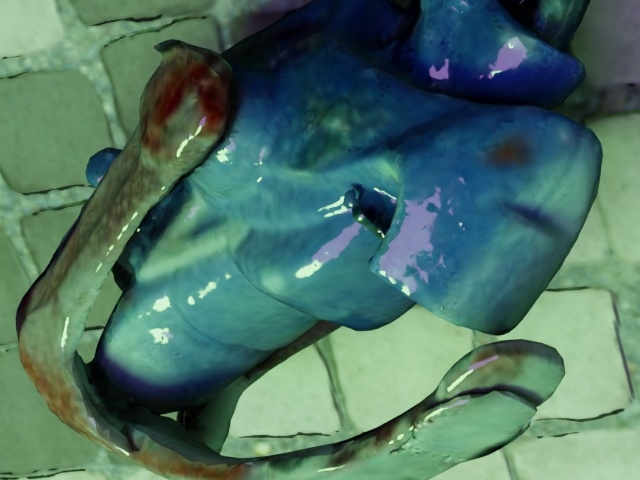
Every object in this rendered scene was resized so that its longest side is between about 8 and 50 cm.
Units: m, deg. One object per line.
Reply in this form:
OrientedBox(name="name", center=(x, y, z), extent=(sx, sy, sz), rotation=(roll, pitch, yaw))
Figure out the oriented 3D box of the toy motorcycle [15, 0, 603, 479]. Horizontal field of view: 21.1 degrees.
OrientedBox(name="toy motorcycle", center=(0.017, 0.004, 0.785), extent=(0.319, 0.182, 0.241), rotation=(-31, 77, 37))
